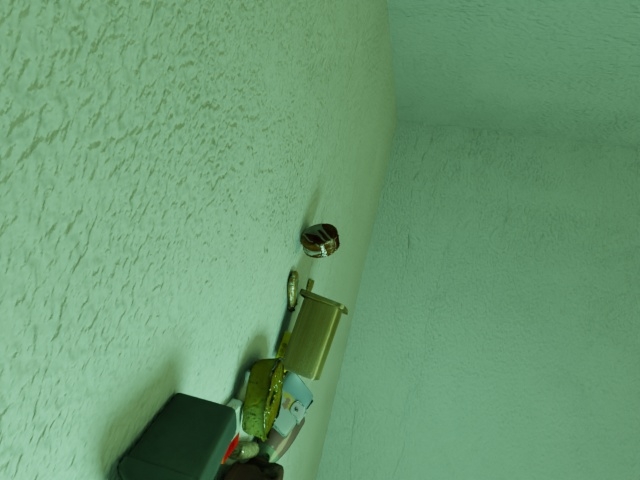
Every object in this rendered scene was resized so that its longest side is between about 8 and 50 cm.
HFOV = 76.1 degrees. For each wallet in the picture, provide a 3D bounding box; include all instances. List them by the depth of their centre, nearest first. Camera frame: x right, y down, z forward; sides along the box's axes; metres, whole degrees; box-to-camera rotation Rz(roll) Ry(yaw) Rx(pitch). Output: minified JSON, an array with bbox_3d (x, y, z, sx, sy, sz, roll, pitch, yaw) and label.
[{"bbox_3d":[-0.132,0.649,1.622,0.069,0.170,0.231,-41,-179,41],"label":"wallet"}]

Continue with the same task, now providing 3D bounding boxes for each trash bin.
[{"bbox_3d":[-0.296,0.449,0.856,0.236,0.176,0.101,-61,157,-58],"label":"trash bin"}]

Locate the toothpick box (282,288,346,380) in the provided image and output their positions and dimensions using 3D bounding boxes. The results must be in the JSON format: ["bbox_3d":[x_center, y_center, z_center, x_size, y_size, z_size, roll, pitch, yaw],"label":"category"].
[{"bbox_3d":[-0.030,0.379,1.626,0.187,0.190,0.308,63,46,-71],"label":"toothpick box"}]

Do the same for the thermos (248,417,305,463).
[{"bbox_3d":[-0.186,0.792,1.615,0.176,0.146,0.265,-58,174,37],"label":"thermos"}]

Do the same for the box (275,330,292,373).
[{"bbox_3d":[-0.131,0.498,1.752,0.269,0.043,0.152,70,36,-61],"label":"box"}]

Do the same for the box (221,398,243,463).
[{"bbox_3d":[-0.283,0.579,1.247,0.100,0.048,0.152,-23,122,-70],"label":"box"}]

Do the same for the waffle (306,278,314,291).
[{"bbox_3d":[-0.046,0.212,1.898,0.085,0.016,0.078,-5,110,-74],"label":"waffle"}]

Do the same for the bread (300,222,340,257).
[{"bbox_3d":[0.000,0.000,1.629,0.160,0.160,0.073,-62,145,-47],"label":"bread"}]

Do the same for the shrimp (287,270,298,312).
[{"bbox_3d":[-0.106,0.208,1.622,0.091,0.043,0.184,-42,140,-71],"label":"shrimp"}]

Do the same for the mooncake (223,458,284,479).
[{"bbox_3d":[-0.247,0.856,1.333,0.326,0.174,0.334,-24,127,-69],"label":"mooncake"}]

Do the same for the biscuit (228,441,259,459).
[{"bbox_3d":[-0.261,0.725,1.413,0.219,0.061,0.055,67,0,-64],"label":"biscuit"}]

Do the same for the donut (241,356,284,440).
[{"bbox_3d":[-0.195,0.515,1.355,0.272,0.107,0.272,5,90,-86],"label":"donut"}]
